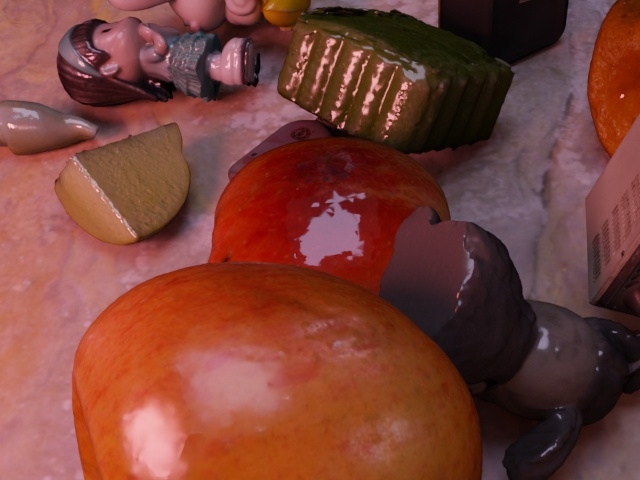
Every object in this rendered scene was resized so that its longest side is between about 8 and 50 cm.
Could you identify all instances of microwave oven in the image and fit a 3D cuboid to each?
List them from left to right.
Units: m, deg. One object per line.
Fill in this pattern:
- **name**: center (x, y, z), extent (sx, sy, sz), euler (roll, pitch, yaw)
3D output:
- **microwave oven**: center (0.368, -0.003, 0.997), extent (0.240, 0.194, 0.145), euler (14, 46, -6)

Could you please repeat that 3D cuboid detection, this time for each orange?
- **orange**: center (0.400, -0.174, 1.192), extent (0.183, 0.249, 0.249), euler (-9, 39, -26)

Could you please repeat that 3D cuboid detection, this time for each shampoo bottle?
- **shampoo bottle**: center (-0.024, -0.102, 1.304), extent (0.080, 0.040, 0.165), euler (26, 53, 33)

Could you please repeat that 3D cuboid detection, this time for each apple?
- **apple**: center (-0.036, 0.151, 0.852), extent (0.275, 0.299, 0.299), euler (-17, 43, -17)
- **apple**: center (0.000, 0.000, 1.101), extent (0.251, 0.163, 0.293), euler (-1, 41, 6)

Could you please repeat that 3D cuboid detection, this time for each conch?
- **conch**: center (-0.347, -0.131, 1.381), extent (0.180, 0.088, 0.065), euler (3, 86, 2)

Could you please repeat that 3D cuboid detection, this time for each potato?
- **potato**: center (-0.196, -0.047, 1.269), extent (0.149, 0.081, 0.120), euler (-26, 73, -42)

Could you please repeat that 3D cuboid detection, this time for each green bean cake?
- **green bean cake**: center (0.083, -0.176, 1.268), extent (0.200, 0.113, 0.214), euler (29, 26, 27)

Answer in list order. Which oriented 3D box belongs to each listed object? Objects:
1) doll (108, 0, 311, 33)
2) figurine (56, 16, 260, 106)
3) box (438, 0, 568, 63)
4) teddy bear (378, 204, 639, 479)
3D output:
- **doll**: center (-0.129, -0.316, 1.476), extent (0.237, 0.111, 0.252), euler (14, 22, 3)
- **figurine**: center (-0.198, -0.215, 1.412), extent (0.245, 0.110, 0.138), euler (3, 8, 8)
- **box**: center (0.223, -0.311, 1.381), extent (0.144, 0.201, 0.090), euler (-25, 48, -20)
- **teddy bear**: center (0.148, 0.106, 0.967), extent (0.144, 0.251, 0.171), euler (-25, 31, 52)
